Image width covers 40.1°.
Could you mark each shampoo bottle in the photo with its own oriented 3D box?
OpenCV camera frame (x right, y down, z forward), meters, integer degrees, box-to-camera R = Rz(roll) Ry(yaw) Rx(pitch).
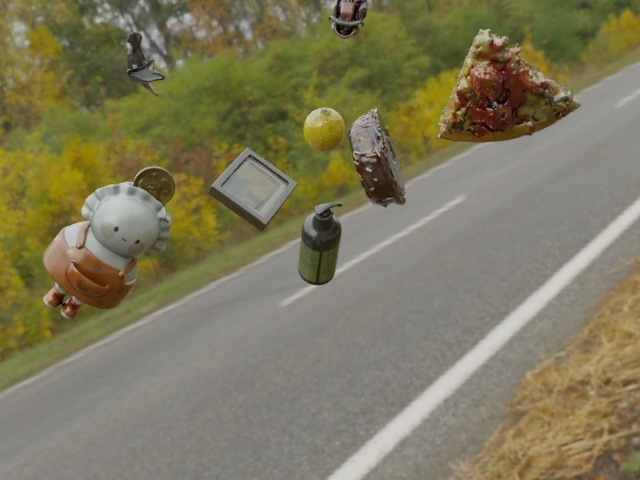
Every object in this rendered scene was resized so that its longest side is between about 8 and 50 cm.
[{"bbox_3d":[0.000,0.000,2.193,0.101,0.101,0.284,-24,-30,-20],"label":"shampoo bottle"}]

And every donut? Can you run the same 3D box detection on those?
[{"bbox_3d":[0.131,-0.187,2.045,0.089,0.235,0.235,-17,6,13],"label":"donut"}]

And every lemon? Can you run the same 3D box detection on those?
[{"bbox_3d":[0.010,-0.286,2.257,0.109,0.133,0.109,-1,43,1],"label":"lemon"}]

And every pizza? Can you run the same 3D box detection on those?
[{"bbox_3d":[0.235,-0.198,1.198,0.200,0.193,0.053,-15,48,26],"label":"pizza"}]

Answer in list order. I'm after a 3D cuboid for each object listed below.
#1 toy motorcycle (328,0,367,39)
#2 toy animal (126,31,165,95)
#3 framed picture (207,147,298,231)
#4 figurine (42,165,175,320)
[{"bbox_3d":[0.068,-0.548,2.011,0.084,0.213,0.118,11,52,7],"label":"toy motorcycle"},{"bbox_3d":[-0.374,-0.359,1.833,0.070,0.105,0.202,-21,-2,-11],"label":"toy animal"},{"bbox_3d":[-0.128,-0.101,1.697,0.023,0.127,0.168,-53,2,38],"label":"framed picture"},{"bbox_3d":[-0.311,0.002,1.303,0.271,0.143,0.143,-54,6,0],"label":"figurine"}]
